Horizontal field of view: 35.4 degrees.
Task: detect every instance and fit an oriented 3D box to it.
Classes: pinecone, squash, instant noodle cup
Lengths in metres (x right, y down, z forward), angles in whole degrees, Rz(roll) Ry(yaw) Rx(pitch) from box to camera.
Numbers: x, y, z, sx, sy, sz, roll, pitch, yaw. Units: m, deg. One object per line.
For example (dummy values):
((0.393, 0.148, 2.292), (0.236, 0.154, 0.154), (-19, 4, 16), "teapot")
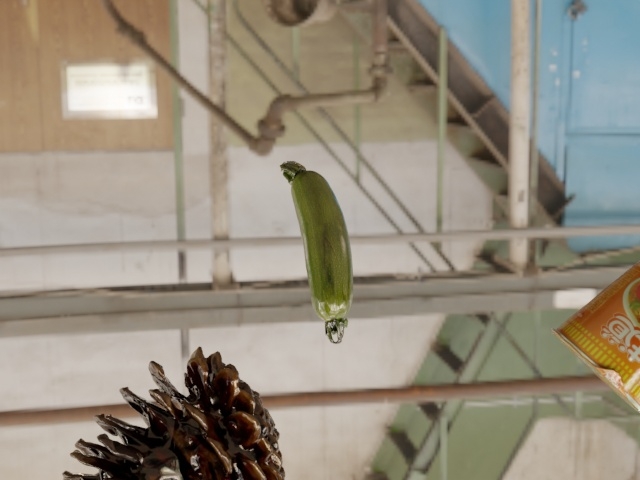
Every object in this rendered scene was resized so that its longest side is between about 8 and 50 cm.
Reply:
((-0.176, 0.271, 1.147), (0.292, 0.246, 0.246), (-35, -156, -23), "pinecone")
((0.002, -0.002, 1.490), (0.080, 0.319, 0.071), (-24, 148, 15), "squash")
((0.431, 0.110, 1.340), (0.168, 0.185, 0.168), (42, -177, -3), "instant noodle cup")
